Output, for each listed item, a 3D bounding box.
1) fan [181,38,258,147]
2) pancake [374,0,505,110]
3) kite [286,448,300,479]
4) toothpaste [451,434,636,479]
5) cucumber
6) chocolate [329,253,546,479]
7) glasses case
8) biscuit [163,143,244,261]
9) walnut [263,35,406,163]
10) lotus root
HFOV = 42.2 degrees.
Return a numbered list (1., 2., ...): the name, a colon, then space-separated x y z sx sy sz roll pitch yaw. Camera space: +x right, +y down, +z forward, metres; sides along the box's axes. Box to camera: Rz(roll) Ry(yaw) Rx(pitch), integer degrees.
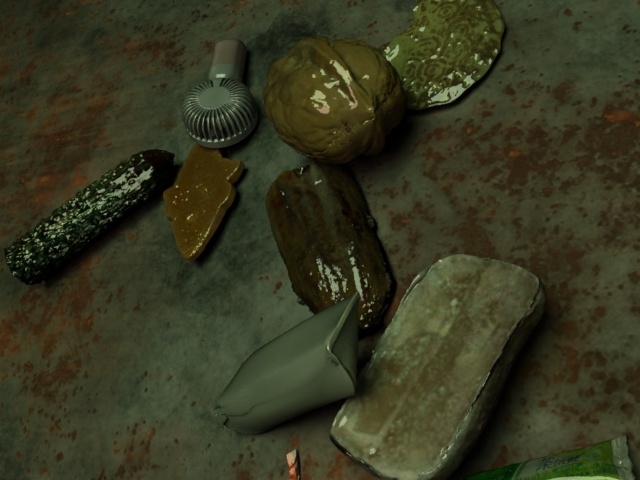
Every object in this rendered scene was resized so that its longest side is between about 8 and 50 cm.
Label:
1. fan: -0.172 -0.270 1.486 0.130 0.074 0.244 -2 53 11
2. pancake: 0.182 -0.301 1.307 0.235 0.029 0.212 -41 52 8
3. kite: -0.039 0.369 1.089 0.232 0.009 0.189 -17 57 24
4. toothpaste: 0.231 0.277 0.944 0.248 0.046 0.078 -21 22 22
5. cucumber: -0.409 -0.050 1.504 0.359 0.096 0.096 -34 51 11
6. chocolate: 0.154 0.161 1.018 0.185 0.100 0.303 15 70 52
7. glasses case: -0.031 0.173 1.104 0.308 0.083 0.128 -34 24 49
8. biscuit: -0.204 -0.074 1.422 0.163 0.035 0.250 -15 53 30
9. walnut: 0.020 -0.214 1.256 0.198 0.198 0.245 -51 36 -2
10. lotus root: 0.000 0.000 1.226 0.167 0.078 0.329 -35 51 13
